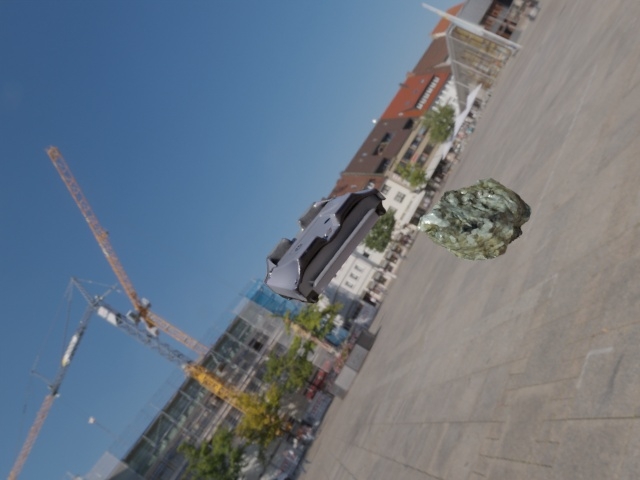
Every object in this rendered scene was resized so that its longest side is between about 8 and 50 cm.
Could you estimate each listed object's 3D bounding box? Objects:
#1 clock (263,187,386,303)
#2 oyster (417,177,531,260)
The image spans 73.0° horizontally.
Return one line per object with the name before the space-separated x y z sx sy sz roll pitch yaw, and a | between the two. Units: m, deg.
clock | 0.000 0.000 0.820 0.253 0.083 0.186 -51 19 -18
oyster | 0.234 -0.031 0.640 0.177 0.125 0.064 -35 -17 -23
